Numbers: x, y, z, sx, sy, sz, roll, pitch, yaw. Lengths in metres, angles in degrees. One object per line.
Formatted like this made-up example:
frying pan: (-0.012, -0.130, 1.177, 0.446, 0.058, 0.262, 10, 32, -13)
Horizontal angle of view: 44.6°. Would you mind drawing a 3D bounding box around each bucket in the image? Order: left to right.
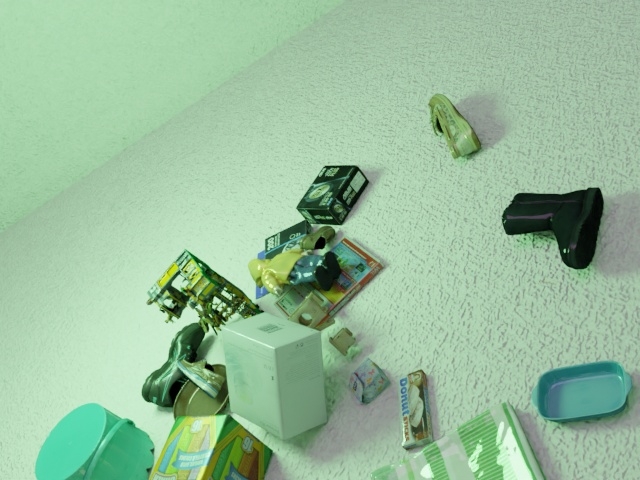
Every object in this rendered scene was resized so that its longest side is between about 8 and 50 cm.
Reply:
bucket: (-0.596, 0.577, 2.054, 0.281, 0.183, 0.281, -26, 36, 21)

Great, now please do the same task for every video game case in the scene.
video game case: (0.018, 0.123, 2.123, 0.285, 0.025, 0.204, -44, 33, -5)

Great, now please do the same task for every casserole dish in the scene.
casserole dish: (0.491, 0.288, 1.460, 0.189, 0.037, 0.114, -16, 40, 30)

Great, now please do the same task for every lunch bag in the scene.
lunch bag: (0.105, 0.323, 1.784, 0.083, 0.053, 0.071, -48, 32, 6)

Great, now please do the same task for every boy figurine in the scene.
boy figurine: (-0.092, 0.091, 2.141, 0.285, 0.092, 0.177, -6, 37, 37)

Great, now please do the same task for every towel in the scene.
towel: (0.258, 0.468, 1.479, 0.325, 0.038, 0.247, -32, 35, 12)

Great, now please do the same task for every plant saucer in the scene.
plant saucer: (-0.306, 0.422, 2.084, 0.199, 0.036, 0.198, -25, 36, 20)

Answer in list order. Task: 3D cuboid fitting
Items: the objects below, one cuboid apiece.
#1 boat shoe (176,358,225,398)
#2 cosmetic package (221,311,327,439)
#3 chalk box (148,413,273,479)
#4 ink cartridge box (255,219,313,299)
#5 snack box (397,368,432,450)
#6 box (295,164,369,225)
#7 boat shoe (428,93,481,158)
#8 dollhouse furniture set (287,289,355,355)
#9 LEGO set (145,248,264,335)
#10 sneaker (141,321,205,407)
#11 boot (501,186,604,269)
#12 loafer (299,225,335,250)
boat shoe: (-0.315, 0.358, 2.085, 0.066, 0.066, 0.183, -46, 44, -17)
cosmetic package: (-0.110, 0.312, 1.825, 0.138, 0.224, 0.224, -16, 17, -37)
chalk box: (-0.265, 0.562, 1.756, 0.179, 0.180, 0.288, -12, 44, 36)
ink cartridge box: (-0.118, 0.054, 2.319, 0.208, 0.045, 0.206, -28, 37, 19)
snack box: (0.201, 0.361, 1.671, 0.064, 0.022, 0.178, -26, 36, 22)
box: (0.037, -0.139, 2.360, 0.147, 0.077, 0.180, 6, 55, 48)
boat shoe: (0.363, -0.333, 2.241, 0.089, 0.104, 0.285, -33, 35, 6)
dollhouse furniture set: (0.001, 0.225, 1.962, 0.101, 0.161, 0.182, -47, 0, 4)
LEGO set: (-0.316, 0.193, 2.122, 0.192, 0.331, 0.255, -49, 47, 0)
sneaker: (-0.391, 0.357, 2.214, 0.106, 0.101, 0.267, 17, 64, 32)
boot: (0.508, -0.024, 1.748, 0.207, 0.094, 0.246, -5, 40, 36)
loafer: (0.000, 0.000, 2.227, 0.050, 0.056, 0.148, 27, 35, 29)
